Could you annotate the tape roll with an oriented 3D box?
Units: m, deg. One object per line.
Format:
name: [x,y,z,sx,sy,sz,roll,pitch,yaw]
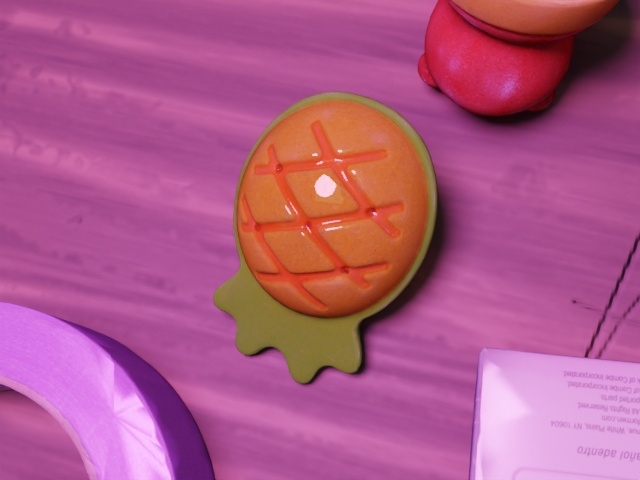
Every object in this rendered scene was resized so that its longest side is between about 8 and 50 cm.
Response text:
tape roll: [-0.205,0.177,0.551,0.275,0.090,0.274,-2,77,9]

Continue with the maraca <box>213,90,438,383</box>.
maraca: [0.000,0.000,0.561,0.127,0.099,0.185,26,108,16]

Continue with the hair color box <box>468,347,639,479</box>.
hair color box: [0.159,0.254,0.458,0.186,0.113,0.374,4,74,10]

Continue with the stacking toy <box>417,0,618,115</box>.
stacking toy: [0.232,-0.154,0.581,0.309,0.130,0.279,24,55,11]
